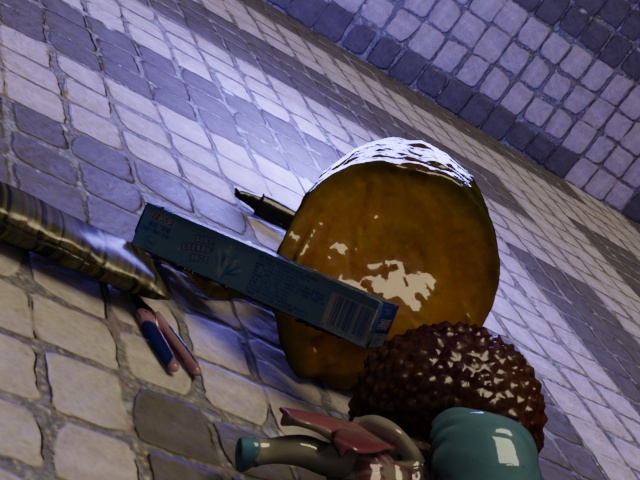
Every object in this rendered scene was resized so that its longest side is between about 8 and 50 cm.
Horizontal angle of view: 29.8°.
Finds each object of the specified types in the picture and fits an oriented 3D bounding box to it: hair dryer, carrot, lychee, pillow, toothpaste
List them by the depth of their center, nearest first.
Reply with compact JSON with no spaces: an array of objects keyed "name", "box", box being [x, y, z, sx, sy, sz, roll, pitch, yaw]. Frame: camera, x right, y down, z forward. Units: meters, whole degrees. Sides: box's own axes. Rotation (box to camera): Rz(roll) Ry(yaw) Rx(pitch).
[{"name":"pillow","box":[-0.238,-0.002,1.119,0.203,0.038,0.113,28,8,-23]},{"name":"lychee","box":[0.128,0.157,1.147,0.188,0.188,0.188,32,17,-11]},{"name":"toothpaste","box":[-0.058,0.033,1.191,0.272,0.053,0.066,22,3,20]},{"name":"carrot","box":[0.078,0.016,1.344,0.241,0.241,0.341,34,16,-5]},{"name":"hair dryer","box":[0.000,0.000,1.561,0.255,0.070,0.128,24,20,-12]}]

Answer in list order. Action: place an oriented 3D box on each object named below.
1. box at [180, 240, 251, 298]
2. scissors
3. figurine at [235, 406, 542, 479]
[{"name":"box","box":[-0.101,0.031,1.325,0.089,0.022,0.156,42,18,24]},{"name":"scissors","box":[-0.149,0.084,1.107,0.039,0.012,0.113,17,25,-49]},{"name":"figurine","box":[0.061,0.205,0.956,0.260,0.103,0.205,5,49,-14]}]
